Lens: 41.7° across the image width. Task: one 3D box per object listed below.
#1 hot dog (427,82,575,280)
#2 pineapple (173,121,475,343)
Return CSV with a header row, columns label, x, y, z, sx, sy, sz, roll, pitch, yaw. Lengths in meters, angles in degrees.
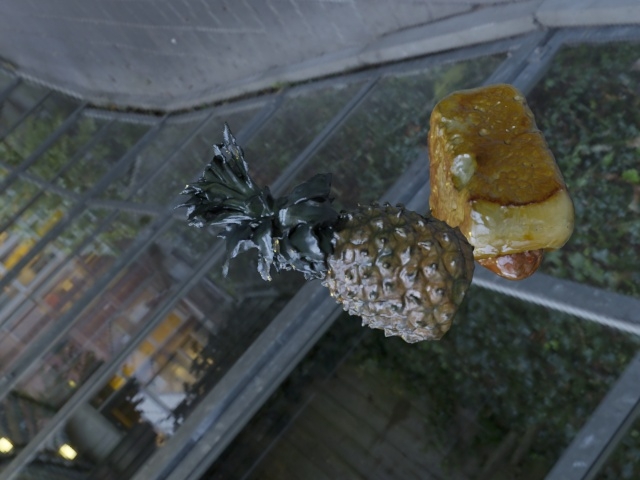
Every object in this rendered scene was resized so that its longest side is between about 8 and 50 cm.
label,x,y,z,sx,sy,sz,roll,pitch,yaw
hot dog,0.209,-0.059,0.999,0.256,0.150,0.153,-98,1,-45
pineapple,0.000,0.000,0.713,0.251,0.125,0.125,25,166,-1
